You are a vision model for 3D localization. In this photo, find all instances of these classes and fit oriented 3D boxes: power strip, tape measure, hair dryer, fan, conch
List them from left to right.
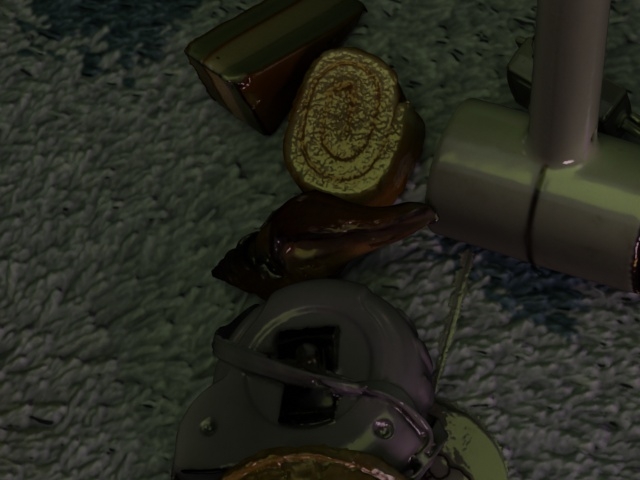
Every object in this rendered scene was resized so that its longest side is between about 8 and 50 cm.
[{"bbox_3d":[-0.004,0.130,1.671,0.236,0.120,0.197,-6,60,16],"label":"tape measure"},{"bbox_3d":[-0.003,-0.004,1.722,0.232,0.086,0.080,-37,43,36],"label":"conch"},{"bbox_3d":[0.090,0.158,1.696,0.190,0.009,0.329,13,74,19],"label":"fan"},{"bbox_3d":[0.201,-0.127,1.598,0.203,0.362,0.128,18,45,20],"label":"hair dryer"},{"bbox_3d":[0.241,-0.119,1.726,0.175,0.075,0.042,32,78,23],"label":"power strip"}]

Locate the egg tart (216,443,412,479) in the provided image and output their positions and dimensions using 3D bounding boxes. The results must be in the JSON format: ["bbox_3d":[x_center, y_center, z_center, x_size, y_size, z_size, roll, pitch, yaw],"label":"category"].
[{"bbox_3d":[-0.009,0.265,1.588,0.212,0.213,0.090,-10,27,10],"label":"egg tart"}]

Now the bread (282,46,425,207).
[{"bbox_3d":[0.033,-0.096,1.775,0.122,0.073,0.149,15,76,13],"label":"bread"}]

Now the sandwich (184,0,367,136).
[{"bbox_3d":[-0.039,-0.196,1.803,0.079,0.113,0.163,35,81,23],"label":"sandwich"}]
